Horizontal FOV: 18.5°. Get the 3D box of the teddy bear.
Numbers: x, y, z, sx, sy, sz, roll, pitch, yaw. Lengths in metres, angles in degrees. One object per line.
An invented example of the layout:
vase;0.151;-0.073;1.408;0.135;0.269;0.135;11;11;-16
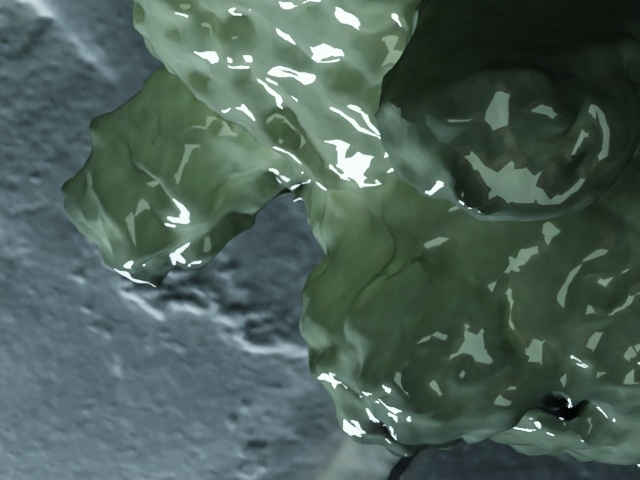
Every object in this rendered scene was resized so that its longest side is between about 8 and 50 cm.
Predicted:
teddy bear;0.000;0.000;0.641;0.327;0.375;0.362;1;111;56
